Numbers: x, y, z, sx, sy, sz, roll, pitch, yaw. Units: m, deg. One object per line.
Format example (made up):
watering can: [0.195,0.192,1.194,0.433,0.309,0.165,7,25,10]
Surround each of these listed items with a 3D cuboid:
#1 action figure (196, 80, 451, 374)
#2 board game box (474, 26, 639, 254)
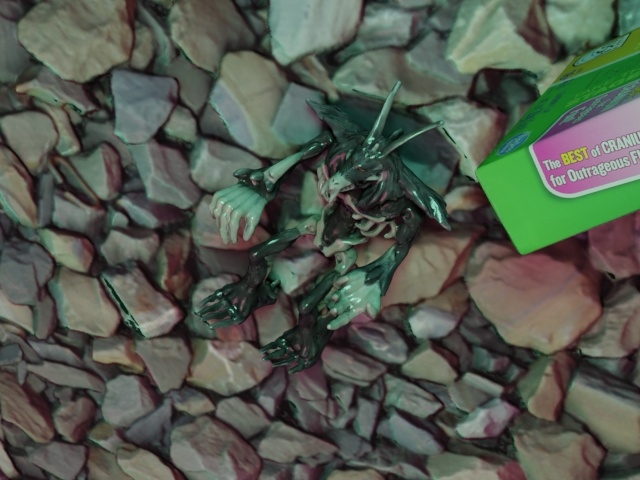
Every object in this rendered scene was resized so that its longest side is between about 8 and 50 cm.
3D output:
action figure: [0.000,0.000,1.097,0.164,0.141,0.275,39,131,10]
board game box: [0.277,-0.116,0.828,0.316,0.242,0.064,-24,102,33]
